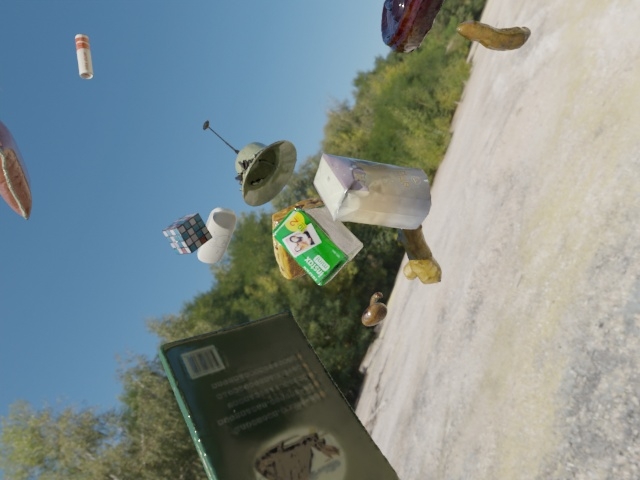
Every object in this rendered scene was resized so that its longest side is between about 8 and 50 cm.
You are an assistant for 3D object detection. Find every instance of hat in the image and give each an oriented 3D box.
[{"bbox_3d":[-0.211,-0.254,1.622,0.257,0.130,0.257,-42,-24,-24],"label":"hat"}]

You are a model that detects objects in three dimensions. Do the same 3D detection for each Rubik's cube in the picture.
[{"bbox_3d":[-0.409,-0.020,1.473,0.092,0.092,0.092,-44,-64,-39],"label":"Rubik's cube"}]

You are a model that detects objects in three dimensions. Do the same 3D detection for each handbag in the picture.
[{"bbox_3d":[0.086,-0.074,0.711,0.095,0.173,0.117,-66,31,31],"label":"handbag"}]

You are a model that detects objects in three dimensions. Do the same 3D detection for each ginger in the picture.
[{"bbox_3d":[0.255,0.000,1.270,0.065,0.118,0.299,-50,-45,-40],"label":"ginger"}]

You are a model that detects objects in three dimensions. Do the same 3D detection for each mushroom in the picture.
[{"bbox_3d":[0.187,0.224,1.576,0.129,0.073,0.088,-62,-40,-29],"label":"mushroom"}]

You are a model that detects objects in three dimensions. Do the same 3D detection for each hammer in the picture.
[{"bbox_3d":[-0.258,-0.265,1.242,0.029,0.123,0.014,-52,-8,27],"label":"hammer"}]

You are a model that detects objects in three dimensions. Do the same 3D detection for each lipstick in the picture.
[{"bbox_3d":[-0.714,-0.556,1.447,0.038,0.038,0.131,71,-173,-79],"label":"lipstick"}]

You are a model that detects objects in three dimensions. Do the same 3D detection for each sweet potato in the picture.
[{"bbox_3d":[0.382,-0.446,1.049,0.053,0.182,0.054,-104,20,-46],"label":"sweet potato"}]

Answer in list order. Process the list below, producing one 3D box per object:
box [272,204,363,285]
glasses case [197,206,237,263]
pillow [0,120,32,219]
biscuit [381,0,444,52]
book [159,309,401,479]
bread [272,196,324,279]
[{"bbox_3d":[0.000,0.000,1.184,0.103,0.180,0.250,-45,-6,16],"label":"box"},{"bbox_3d":[-0.356,-0.014,1.643,0.233,0.092,0.059,-61,30,30],"label":"glasses case"},{"bbox_3d":[-0.669,-0.154,1.016,0.075,0.171,0.179,-20,-41,-24],"label":"pillow"},{"bbox_3d":[0.218,-0.636,1.070,0.407,0.091,0.407,-170,90,-81],"label":"biscuit"},{"bbox_3d":[-0.070,0.287,0.761,0.260,0.371,0.043,-10,-40,-35],"label":"book"},{"bbox_3d":[-0.052,-0.010,1.494,0.210,0.099,0.235,-24,-57,-20],"label":"bread"}]
